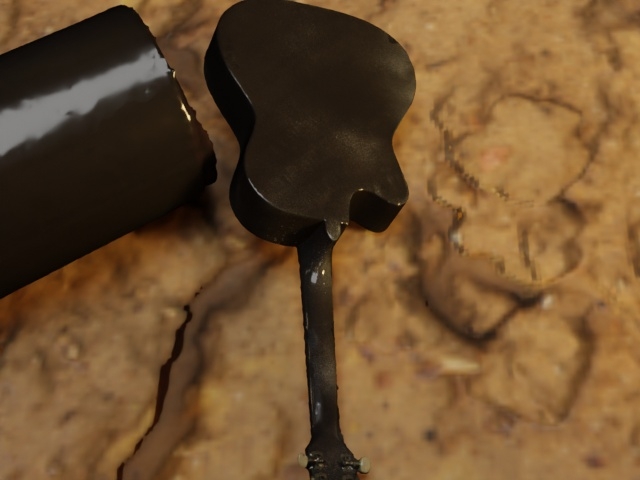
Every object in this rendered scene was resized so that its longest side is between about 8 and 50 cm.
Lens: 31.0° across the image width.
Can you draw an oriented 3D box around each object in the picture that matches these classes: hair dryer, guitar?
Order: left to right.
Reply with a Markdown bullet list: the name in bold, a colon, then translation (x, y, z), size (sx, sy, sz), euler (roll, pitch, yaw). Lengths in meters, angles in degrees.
- **hair dryer**: translation (-0.181, -0.064, 0.496), size (0.197, 0.089, 0.251), euler (-27, 48, -13)
- **guitar**: translation (0.000, 0.000, 0.440), size (0.088, 0.025, 0.233), euler (9, 54, -18)
